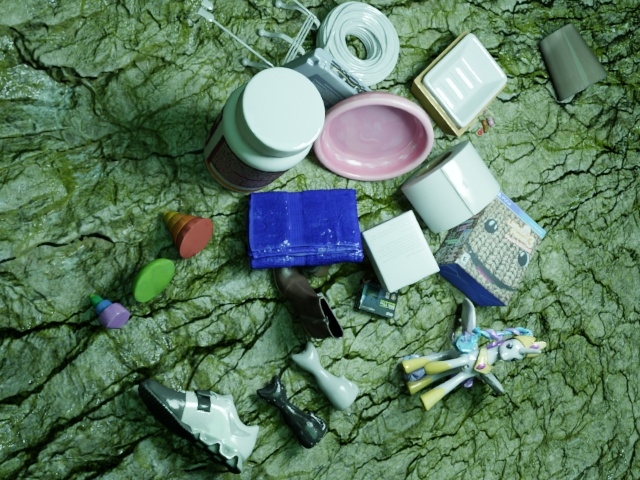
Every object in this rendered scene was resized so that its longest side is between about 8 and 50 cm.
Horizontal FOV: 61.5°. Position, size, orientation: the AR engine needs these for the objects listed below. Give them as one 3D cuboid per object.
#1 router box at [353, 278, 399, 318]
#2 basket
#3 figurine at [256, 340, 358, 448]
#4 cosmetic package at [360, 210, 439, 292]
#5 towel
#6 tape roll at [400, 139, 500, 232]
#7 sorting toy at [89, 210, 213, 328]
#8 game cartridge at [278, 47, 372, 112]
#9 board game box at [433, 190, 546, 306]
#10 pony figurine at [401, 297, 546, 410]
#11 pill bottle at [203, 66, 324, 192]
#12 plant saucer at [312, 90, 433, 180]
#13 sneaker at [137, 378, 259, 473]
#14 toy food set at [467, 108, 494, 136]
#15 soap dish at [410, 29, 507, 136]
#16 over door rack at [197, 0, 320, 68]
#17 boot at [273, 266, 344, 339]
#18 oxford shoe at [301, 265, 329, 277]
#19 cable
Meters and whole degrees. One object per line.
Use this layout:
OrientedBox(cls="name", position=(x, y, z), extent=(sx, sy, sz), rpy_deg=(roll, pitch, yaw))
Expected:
OrientedBox(cls="router box", position=(0.167, 0.173, 1.593), extent=(0.122, 0.038, 0.092), rpy_deg=(18, 78, -19))
OrientedBox(cls="basket", position=(0.893, -0.641, 1.927), extent=(0.204, 0.154, 0.227), rpy_deg=(-30, 91, -20))
OrientedBox(cls="figurine", position=(-0.035, 0.411, 1.463), extent=(0.215, 0.092, 0.209), rpy_deg=(-44, 96, -21))
OrientedBox(cls="cosmetic package", position=(0.214, 0.031, 1.510), extent=(0.151, 0.151, 0.183), rpy_deg=(-24, 90, -1))
OrientedBox(cls="towel", position=(-0.043, -0.041, 1.448), extent=(0.308, 0.076, 0.227), rpy_deg=(-3, 67, -6))
OrientedBox(cls="tape roll", position=(0.386, -0.161, 1.612), extent=(0.246, 0.246, 0.169), rpy_deg=(-40, 98, -21))
OrientedBox(cls="sorting toy", position=(-0.437, 0.052, 1.353), extent=(0.126, 0.127, 0.365), rpy_deg=(36, 72, 17))
OrientedBox(cls="game cartridge", position=(0.028, -0.412, 1.507), extent=(0.294, 0.196, 0.060), rpy_deg=(30, 64, -36))
OrientedBox(cls="board game box", position=(0.530, 0.026, 1.700), extent=(0.232, 0.141, 0.291), rpy_deg=(38, 72, -14))
OrientedBox(cls="pony figurine", position=(0.418, 0.342, 1.542), extent=(0.364, 0.351, 0.302), rpy_deg=(-20, 87, -4))
OrientedBox(cls="pill bottle", position=(-0.147, -0.261, 1.331), extent=(0.224, 0.392, 0.224), rpy_deg=(3, 83, -21))
OrientedBox(cls="plant saucer", position=(0.145, -0.297, 1.504), extent=(0.332, 0.332, 0.084), rpy_deg=(13, 57, -20))
OrientedBox(cls="sneaker", position=(-0.299, 0.428, 1.349), extent=(0.330, 0.122, 0.146), rpy_deg=(41, 53, -11))
OrientedBox(cls="toy food set", position=(0.553, -0.401, 1.828), extent=(0.078, 0.019, 0.122), rpy_deg=(36, 72, -14))
OrientedBox(cls="soap dish", position=(0.445, -0.502, 1.745), extent=(0.229, 0.118, 0.291), rpy_deg=(48, 69, -10))
OrientedBox(cls="over door rack", position=(-0.172, -0.623, 1.505), extent=(0.324, 0.108, 0.239), rpy_deg=(36, 71, -36))
OrientedBox(cls="boot", position=(-0.029, 0.147, 1.427), extent=(0.090, 0.207, 0.248), rpy_deg=(-27, 94, -22))
OrientedBox(cls="oxford shoe", position=(0.000, 0.000, 1.537), extent=(0.096, 0.083, 0.227), rpy_deg=(37, 57, -49))
OrientedBox(cls="cable", position=(0.113, -0.592, 1.641), extent=(0.257, 0.089, 0.257), rpy_deg=(11, 79, -21))
